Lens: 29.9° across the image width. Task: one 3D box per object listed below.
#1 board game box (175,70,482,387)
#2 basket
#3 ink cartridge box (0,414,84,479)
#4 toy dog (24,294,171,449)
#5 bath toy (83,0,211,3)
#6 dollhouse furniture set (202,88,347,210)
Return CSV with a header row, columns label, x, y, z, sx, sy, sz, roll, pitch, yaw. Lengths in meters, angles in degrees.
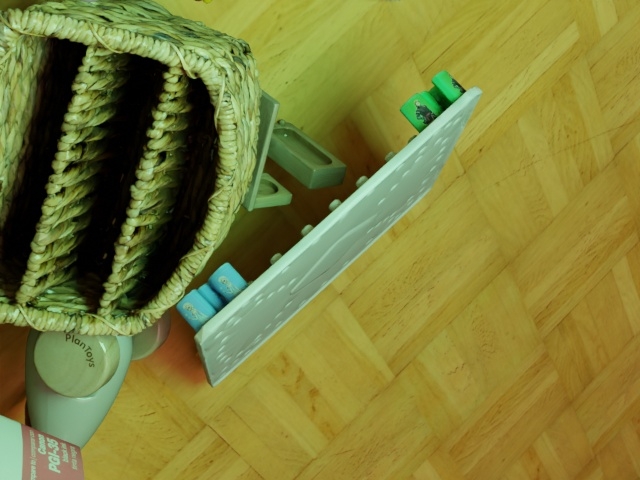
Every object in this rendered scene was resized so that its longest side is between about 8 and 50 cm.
label,x,y,z,sx,sy,sz,roll,pitch,yaw
board game box,0.000,0.000,1.378,0.390,0.050,0.390,-42,172,-11
basket,-0.191,-0.056,1.110,0.223,0.214,0.299,-46,159,-68
ink cartridge box,-0.378,0.231,1.035,0.283,0.117,0.207,29,109,-25
toy dog,-0.307,0.165,1.266,0.333,0.161,0.220,-55,171,-4
bath toy,-0.202,-0.270,1.017,0.348,0.129,0.151,4,117,-34
dollhouse furniture set,-0.044,-0.127,1.310,0.151,0.144,0.123,-9,126,-38
